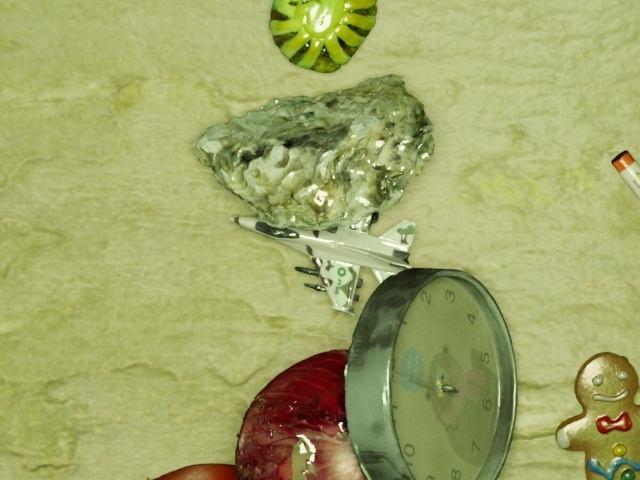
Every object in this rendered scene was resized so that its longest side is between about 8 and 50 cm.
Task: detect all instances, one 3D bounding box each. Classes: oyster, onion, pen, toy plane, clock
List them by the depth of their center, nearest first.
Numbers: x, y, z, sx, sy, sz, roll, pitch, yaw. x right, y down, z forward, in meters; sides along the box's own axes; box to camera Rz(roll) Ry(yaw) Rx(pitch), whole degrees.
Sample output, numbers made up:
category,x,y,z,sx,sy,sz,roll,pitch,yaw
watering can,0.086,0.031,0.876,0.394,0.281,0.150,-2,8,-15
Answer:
category,x,y,z,sx,sy,sz,roll,pitch,yaw
clock,0.130,0.165,1.476,0.055,0.281,0.280,-5,93,38
oyster,-0.005,-0.101,1.523,0.268,0.112,0.198,-25,54,5
onion,0.004,0.249,1.528,0.252,0.219,0.252,5,81,-38
pen,0.425,-0.007,1.561,0.028,0.028,0.239,-39,89,5
toy plane,0.010,0.001,1.573,0.234,0.082,0.160,15,98,20

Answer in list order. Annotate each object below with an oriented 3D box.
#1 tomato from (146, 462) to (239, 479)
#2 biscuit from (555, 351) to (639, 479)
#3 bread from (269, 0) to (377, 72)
category,x,y,z,sx,sy,sz,roll,pitch,yaw
tomato,-0.137,0.434,1.570,0.339,0.144,0.338,0,94,2
biscuit,0.350,0.235,1.578,0.138,0.031,0.204,-8,91,5
bread,0.000,-0.271,1.560,0.130,0.071,0.139,27,95,-2
